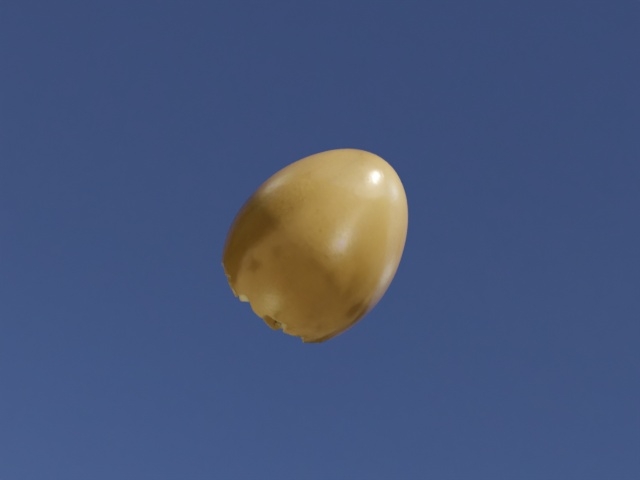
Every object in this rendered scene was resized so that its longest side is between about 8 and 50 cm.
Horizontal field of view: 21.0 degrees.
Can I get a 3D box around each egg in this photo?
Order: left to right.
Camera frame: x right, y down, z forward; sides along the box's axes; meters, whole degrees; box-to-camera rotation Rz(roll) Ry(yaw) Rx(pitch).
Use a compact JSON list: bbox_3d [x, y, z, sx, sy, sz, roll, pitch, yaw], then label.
[{"bbox_3d":[0.000,0.000,0.813,0.080,0.080,0.096,36,-86,-26],"label":"egg"}]
